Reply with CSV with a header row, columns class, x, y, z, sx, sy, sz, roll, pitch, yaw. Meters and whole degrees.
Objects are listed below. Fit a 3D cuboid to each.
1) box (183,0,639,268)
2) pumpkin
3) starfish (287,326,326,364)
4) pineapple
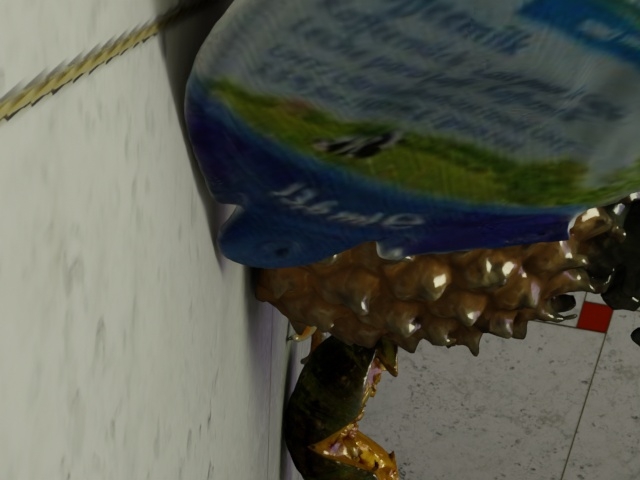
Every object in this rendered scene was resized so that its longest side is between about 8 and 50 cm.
class,x,y,z,sx,sy,sz,roll,pitch,yaw
box,0.054,-0.131,0.481,0.291,0.262,0.206,-33,-126,45
pumpkin,0.022,0.161,0.988,0.119,0.108,0.183,-83,170,-83
starfish,0.002,0.000,1.004,0.138,0.050,0.247,-46,136,-83
pineapple,0.140,-0.032,0.678,0.223,0.358,0.222,6,90,-85
